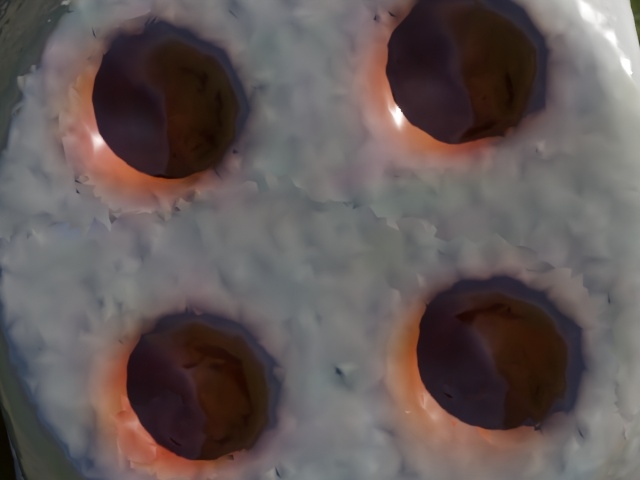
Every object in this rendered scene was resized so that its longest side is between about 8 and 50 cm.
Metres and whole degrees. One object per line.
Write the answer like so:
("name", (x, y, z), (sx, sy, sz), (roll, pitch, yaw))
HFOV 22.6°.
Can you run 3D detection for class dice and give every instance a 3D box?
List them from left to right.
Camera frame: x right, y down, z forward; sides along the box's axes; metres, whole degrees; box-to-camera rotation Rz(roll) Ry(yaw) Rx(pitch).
("dice", (0.000, 0.000, 0.682), (0.243, 0.259, 0.251), (-30, 113, -86))

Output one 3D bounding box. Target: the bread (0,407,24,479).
("bread", (-0.246, 0.069, 0.826), (0.160, 0.333, 0.333), (-40, 115, 7))
